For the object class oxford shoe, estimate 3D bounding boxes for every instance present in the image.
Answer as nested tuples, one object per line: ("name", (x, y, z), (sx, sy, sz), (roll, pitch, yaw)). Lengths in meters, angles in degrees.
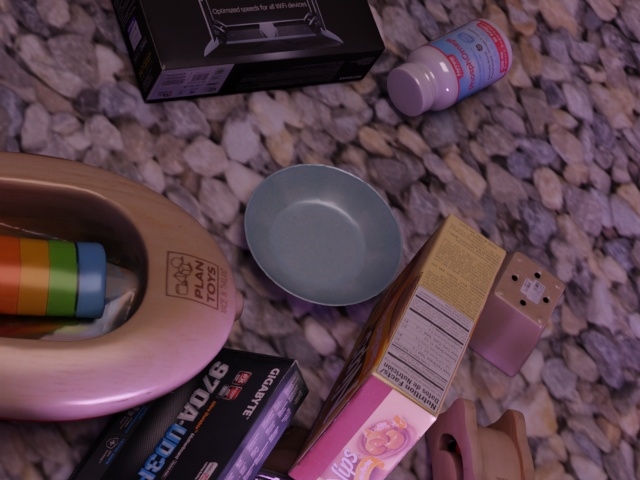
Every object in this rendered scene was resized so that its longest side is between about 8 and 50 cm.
("oxford shoe", (-0.048, 0.248, 1.823), (0.227, 0.083, 0.096), (7, 46, -23))

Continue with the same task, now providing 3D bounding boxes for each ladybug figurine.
("ladybug figurine", (-0.303, 0.061, 1.736), (0.449, 0.162, 0.305), (9, 54, -14))

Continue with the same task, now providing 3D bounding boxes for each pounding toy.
("pounding toy", (0.204, 0.311, 1.861), (0.154, 0.154, 0.270), (14, 40, -17))

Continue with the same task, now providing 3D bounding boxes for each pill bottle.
("pill bottle", (0.164, -0.219, 2.153), (0.160, 0.087, 0.087), (-30, 78, -33))

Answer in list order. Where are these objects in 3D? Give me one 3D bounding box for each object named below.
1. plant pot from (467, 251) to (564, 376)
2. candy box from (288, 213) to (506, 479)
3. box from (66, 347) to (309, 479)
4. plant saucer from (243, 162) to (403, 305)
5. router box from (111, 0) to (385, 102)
("plant pot", (0.229, 0.077, 2.017), (0.109, 0.096, 0.109), (35, 55, -2))
("candy box", (0.088, 0.128, 1.823), (0.087, 0.183, 0.316), (33, 37, -3))
("box", (-0.138, 0.206, 1.748), (0.220, 0.175, 0.051), (-55, 137, -35))
("plant saucer", (0.000, 0.000, 1.987), (0.194, 0.037, 0.195), (9, 57, -13))
("router box", (-0.102, -0.307, 2.087), (0.308, 0.081, 0.243), (-8, 68, -27))
